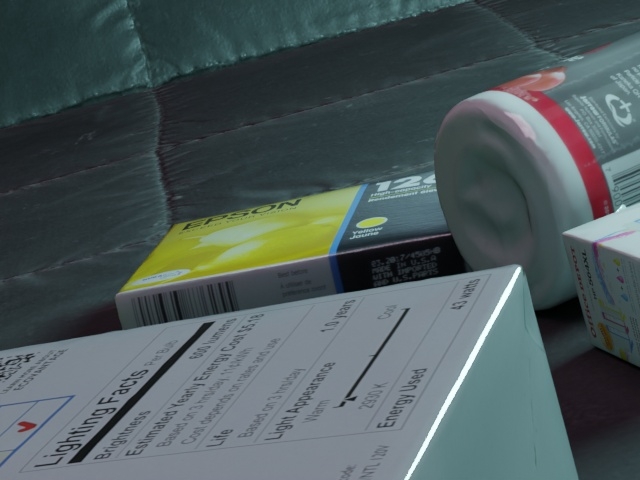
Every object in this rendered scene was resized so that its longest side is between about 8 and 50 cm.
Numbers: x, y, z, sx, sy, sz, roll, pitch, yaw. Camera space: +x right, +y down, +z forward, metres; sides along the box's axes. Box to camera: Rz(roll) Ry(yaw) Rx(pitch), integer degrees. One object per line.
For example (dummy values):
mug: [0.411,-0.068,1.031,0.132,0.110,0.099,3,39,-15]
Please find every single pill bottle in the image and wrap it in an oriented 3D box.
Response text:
pill bottle: [0.264,-0.078,1.570,0.318,0.176,0.176,-22,16,-26]

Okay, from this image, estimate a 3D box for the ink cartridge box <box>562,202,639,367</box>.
ink cartridge box: [0.238,0.029,1.364,0.090,0.092,0.143,-20,14,-15]

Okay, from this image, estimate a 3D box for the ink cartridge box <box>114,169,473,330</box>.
ink cartridge box: [0.000,0.000,1.764,0.303,0.072,0.307,-12,17,12]

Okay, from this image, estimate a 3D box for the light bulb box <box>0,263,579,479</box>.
light bulb box: [-0.092,0.194,0.816,0.361,0.225,0.358,-10,16,21]
